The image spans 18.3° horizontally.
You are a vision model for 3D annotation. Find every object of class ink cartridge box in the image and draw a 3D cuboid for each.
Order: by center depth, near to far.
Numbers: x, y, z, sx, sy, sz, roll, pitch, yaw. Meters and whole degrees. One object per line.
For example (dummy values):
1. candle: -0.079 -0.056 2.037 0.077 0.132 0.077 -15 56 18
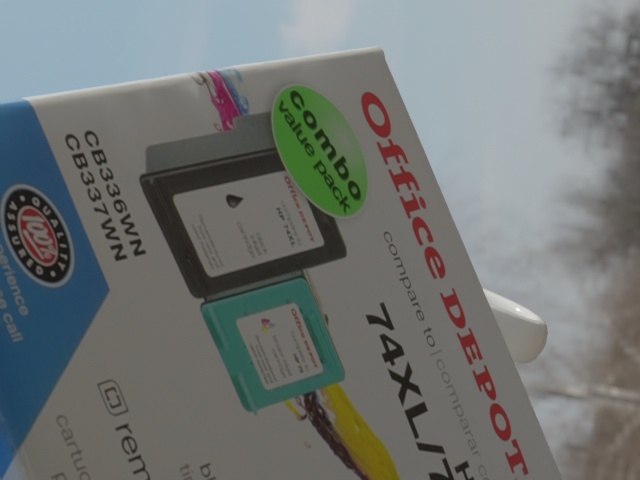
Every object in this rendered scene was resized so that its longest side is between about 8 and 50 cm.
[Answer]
1. ink cartridge box: -0.083 0.066 0.695 0.270 0.197 0.198 -18 -96 -56

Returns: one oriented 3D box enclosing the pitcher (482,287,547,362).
1. pitcher: 0.000 0.000 0.969 0.207 0.178 0.125 32 97 56
